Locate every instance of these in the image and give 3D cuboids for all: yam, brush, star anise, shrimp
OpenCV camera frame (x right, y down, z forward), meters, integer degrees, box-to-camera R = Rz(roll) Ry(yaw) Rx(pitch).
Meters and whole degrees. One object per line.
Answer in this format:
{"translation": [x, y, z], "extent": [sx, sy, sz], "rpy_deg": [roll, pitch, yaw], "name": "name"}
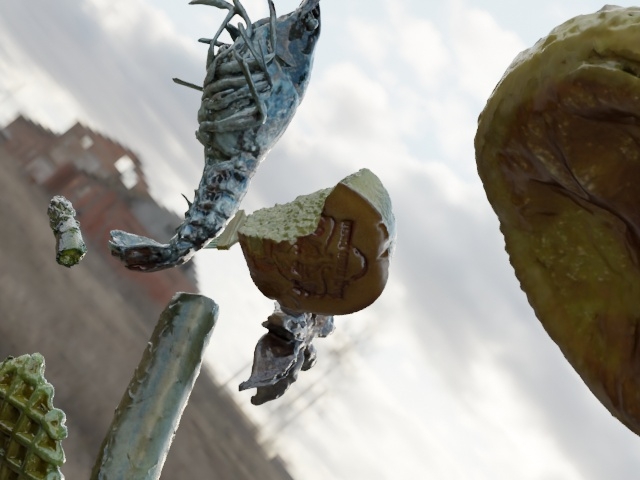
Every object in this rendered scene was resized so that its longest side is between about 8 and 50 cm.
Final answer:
{"translation": [-0.194, 0.213, 1.552], "extent": [0.083, 0.371, 0.083], "rpy_deg": [10, -39, 8], "name": "yam"}
{"translation": [-0.068, -0.015, 1.885], "extent": [0.218, 0.082, 0.010], "rpy_deg": [0, -49, 21], "name": "brush"}
{"translation": [-0.035, 0.119, 1.662], "extent": [0.063, 0.171, 0.208], "rpy_deg": [26, -15, 12], "name": "star anise"}
{"translation": [-0.112, -0.144, 1.657], "extent": [0.166, 0.410, 0.221], "rpy_deg": [19, -2, -9], "name": "shrimp"}

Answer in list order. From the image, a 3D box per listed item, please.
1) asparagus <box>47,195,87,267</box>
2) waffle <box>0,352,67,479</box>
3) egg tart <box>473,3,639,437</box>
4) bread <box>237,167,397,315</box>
{"translation": [-0.284, -0.014, 1.573], "extent": [0.030, 0.036, 0.165], "rpy_deg": [29, 11, -26], "name": "asparagus"}
{"translation": [-0.372, 0.239, 1.653], "extent": [0.054, 0.214, 0.207], "rpy_deg": [9, 60, -53], "name": "waffle"}
{"translation": [0.329, -0.011, 1.198], "extent": [0.443, 0.178, 0.443], "rpy_deg": [38, -36, 35], "name": "egg tart"}
{"translation": [0.008, 0.007, 1.337], "extent": [0.125, 0.156, 0.086], "rpy_deg": [54, 31, -19], "name": "bread"}
